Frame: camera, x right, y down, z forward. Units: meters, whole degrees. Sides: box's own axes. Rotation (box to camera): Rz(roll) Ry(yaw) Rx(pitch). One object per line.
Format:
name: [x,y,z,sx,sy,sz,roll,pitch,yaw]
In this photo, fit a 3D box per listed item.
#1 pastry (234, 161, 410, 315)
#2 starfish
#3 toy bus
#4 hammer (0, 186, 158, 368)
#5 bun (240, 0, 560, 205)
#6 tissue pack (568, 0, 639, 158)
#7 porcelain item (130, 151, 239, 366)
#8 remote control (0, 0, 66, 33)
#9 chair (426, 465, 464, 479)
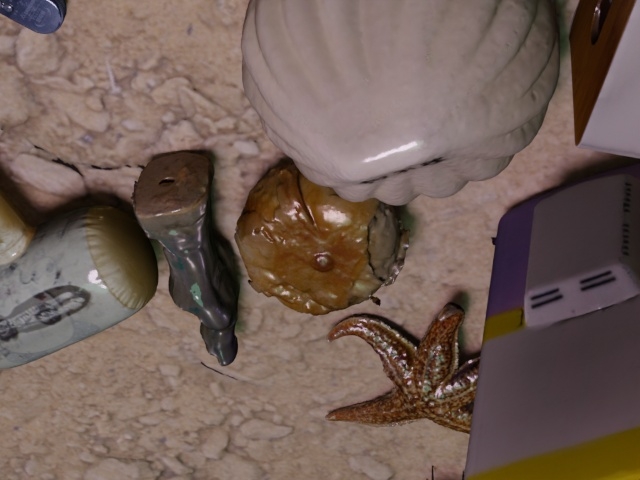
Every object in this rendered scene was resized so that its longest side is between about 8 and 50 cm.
pastry: [-0.001,-0.003,1.676,0.153,0.081,0.153,11,137,10]
starfish: [0.102,0.137,1.808,0.213,0.057,0.238,41,124,-18]
toy bus: [0.246,0.130,1.538,0.209,0.440,0.249,-19,120,23]
hammer: [-0.293,-0.028,1.679,0.202,0.113,0.305,-25,120,23]
bun: [0.058,-0.113,1.506,0.263,0.175,0.263,5,134,5]
tissue pack: [0.283,-0.189,1.418,0.136,0.159,0.246,12,132,-5]
porcelain item: [-0.106,0.024,1.714,0.069,0.081,0.216,-7,133,10]
remote control: [-0.274,-0.213,1.554,0.152,0.027,0.043,28,136,-16]
chair: [0.120,0.263,1.900,0.042,0.086,0.037,14,134,1]
